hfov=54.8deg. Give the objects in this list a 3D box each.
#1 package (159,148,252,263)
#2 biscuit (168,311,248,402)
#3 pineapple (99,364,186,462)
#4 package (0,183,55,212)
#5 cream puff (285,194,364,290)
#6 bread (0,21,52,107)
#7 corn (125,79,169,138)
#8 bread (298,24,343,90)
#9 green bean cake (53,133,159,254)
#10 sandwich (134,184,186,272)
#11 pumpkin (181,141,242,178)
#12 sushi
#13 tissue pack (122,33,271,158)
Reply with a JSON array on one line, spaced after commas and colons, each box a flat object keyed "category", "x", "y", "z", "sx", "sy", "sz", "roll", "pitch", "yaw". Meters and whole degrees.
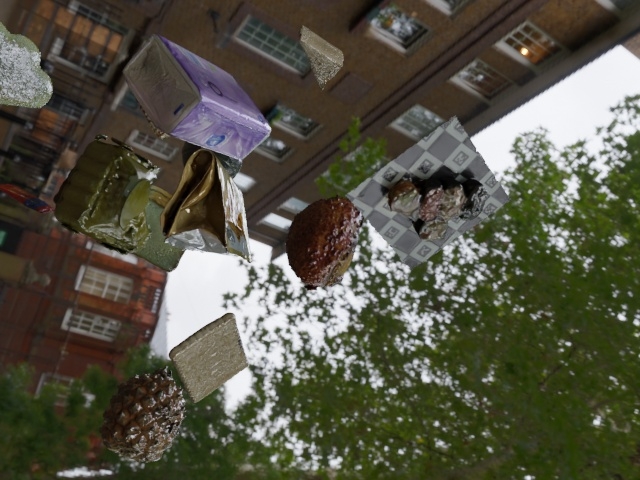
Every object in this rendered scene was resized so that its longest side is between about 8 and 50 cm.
[{"category": "package", "x": -0.268, "y": -0.053, "z": 1.387, "sx": 0.311, "sy": 0.165, "sz": 0.221, "roll": 80, "pitch": 0, "yaw": -84}, {"category": "biscuit", "x": -0.320, "y": 0.344, "z": 1.806, "sx": 0.044, "sy": 0.217, "sz": 0.325, "roll": 46, "pitch": -22, "yaw": 31}, {"category": "pineapple", "x": -0.346, "y": 0.338, "z": 1.241, "sx": 0.166, "sy": 0.166, "sz": 0.193, "roll": -34, "pitch": -147, "yaw": 47}, {"category": "package", "x": -0.948, "y": -0.136, "z": 1.984, "sx": 0.022, "sy": 0.200, "sz": 0.083, "roll": -63, "pitch": 175, "yaw": 12}, {"category": "cream puff", "x": 0.000, "y": 0.003, "z": 2.077, "sx": 0.350, "sy": 0.229, "sz": 0.350, "roll": -162, "pitch": -90, "yaw": -81}, {"category": "bread", "x": -0.742, "y": -0.404, "z": 1.378, "sx": 0.056, "sy": 0.286, "sz": 0.207, "roll": -6, "pitch": -88, "yaw": 40}, {"category": "corn", "x": -0.564, "y": -0.448, "z": 2.037, "sx": 0.079, "sy": 0.237, "sz": 0.079, "roll": -20, "pitch": -164, "yaw": 6}, {"category": "bread", "x": -0.021, "y": -0.499, "z": 1.693, "sx": 0.105, "sy": 0.152, "sz": 0.077, "roll": -42, "pitch": -147, "yaw": 37}, {"category": "green bean cake", "x": -0.602, "y": -0.125, "z": 1.872, "sx": 0.202, "sy": 0.285, "sz": 0.310, "roll": 22, "pitch": -97, "yaw": 32}, {"category": "sandwich", "x": -0.558, "y": -0.038, "z": 2.159, "sx": 0.273, "sy": 0.249, "sz": 0.095, "roll": -49, "pitch": -159, "yaw": 32}, {"category": "pumpkin", "x": -0.421, "y": -0.327, "z": 2.438, "sx": 0.216, "sy": 0.250, "sz": 0.250, "roll": 80, "pitch": 14, "yaw": -60}, {"category": "sushi", "x": 0.284, "y": -0.083, "z": 1.503, "sx": 0.320, "sy": 0.339, "sz": 0.069, "roll": -35, "pitch": -141, "yaw": 12}, {"category": "tissue pack", "x": -0.311, "y": -0.358, "z": 1.613, "sx": 0.160, "sy": 0.338, "sz": 0.242, "roll": -41, "pitch": -110, "yaw": 17}]
